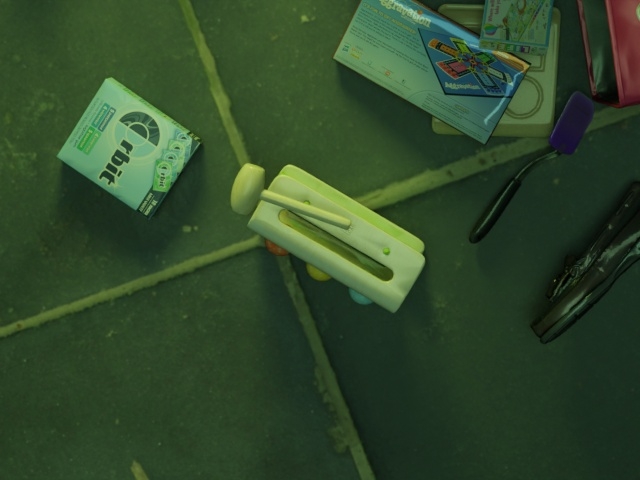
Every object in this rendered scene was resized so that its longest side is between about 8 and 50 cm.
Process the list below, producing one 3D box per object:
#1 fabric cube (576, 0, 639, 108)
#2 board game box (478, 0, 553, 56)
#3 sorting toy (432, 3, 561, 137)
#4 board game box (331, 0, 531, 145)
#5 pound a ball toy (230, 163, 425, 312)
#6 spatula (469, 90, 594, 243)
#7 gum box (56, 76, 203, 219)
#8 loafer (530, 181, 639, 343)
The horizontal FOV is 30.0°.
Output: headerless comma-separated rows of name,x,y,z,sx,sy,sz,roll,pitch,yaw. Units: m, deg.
fabric cube,0.522,-0.342,1.738,0.258,0.259,0.254,-9,99,5
board game box,0.302,-0.358,1.826,0.103,0.026,0.154,9,66,6
sorting toy,0.276,-0.268,1.891,0.193,0.038,0.208,2,106,4
board game box,0.171,-0.280,1.866,0.281,0.027,0.145,31,112,8
pound a ball toy,0.000,0.000,1.876,0.319,0.208,0.136,30,102,-2
spatula,0.335,-0.108,1.909,0.296,0.084,0.030,-50,51,18
gum box,-0.312,-0.150,1.957,0.184,0.041,0.157,35,102,-3
loafer,0.439,0.035,1.912,0.302,0.109,0.095,-45,75,5
